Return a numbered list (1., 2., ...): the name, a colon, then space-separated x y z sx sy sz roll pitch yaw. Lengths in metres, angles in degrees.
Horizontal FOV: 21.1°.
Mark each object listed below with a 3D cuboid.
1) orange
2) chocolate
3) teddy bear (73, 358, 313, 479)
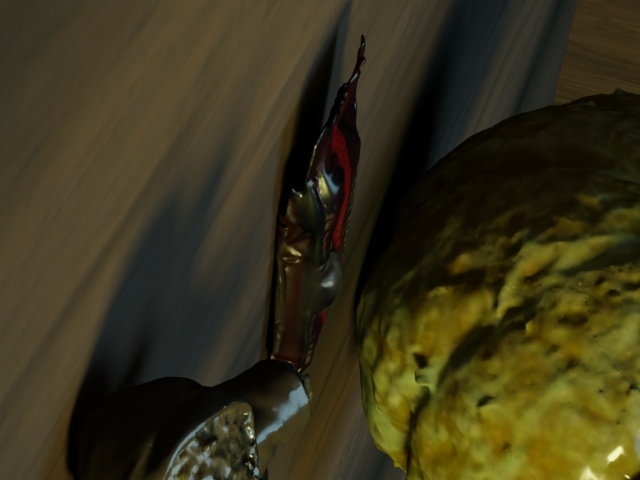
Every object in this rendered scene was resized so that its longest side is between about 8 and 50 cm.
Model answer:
1. orange: 0.133 0.048 1.085 0.368 0.210 0.271 -66 175 -47
2. chocolate: 0.000 0.000 0.775 0.086 0.028 0.182 -68 168 -48
3. teddy bear: -0.043 0.097 0.563 0.119 0.078 0.160 -45 142 -24
